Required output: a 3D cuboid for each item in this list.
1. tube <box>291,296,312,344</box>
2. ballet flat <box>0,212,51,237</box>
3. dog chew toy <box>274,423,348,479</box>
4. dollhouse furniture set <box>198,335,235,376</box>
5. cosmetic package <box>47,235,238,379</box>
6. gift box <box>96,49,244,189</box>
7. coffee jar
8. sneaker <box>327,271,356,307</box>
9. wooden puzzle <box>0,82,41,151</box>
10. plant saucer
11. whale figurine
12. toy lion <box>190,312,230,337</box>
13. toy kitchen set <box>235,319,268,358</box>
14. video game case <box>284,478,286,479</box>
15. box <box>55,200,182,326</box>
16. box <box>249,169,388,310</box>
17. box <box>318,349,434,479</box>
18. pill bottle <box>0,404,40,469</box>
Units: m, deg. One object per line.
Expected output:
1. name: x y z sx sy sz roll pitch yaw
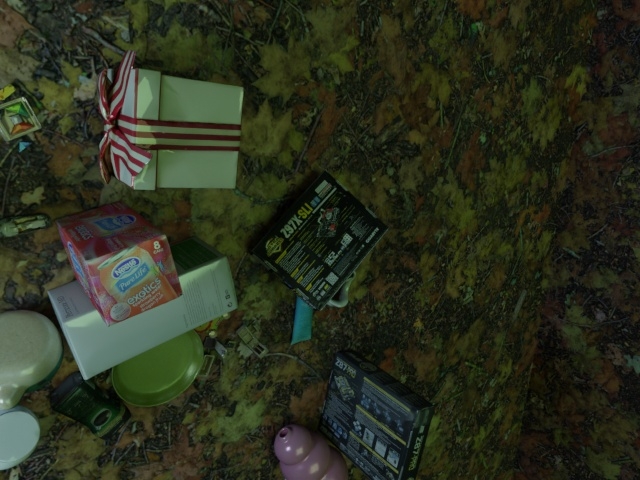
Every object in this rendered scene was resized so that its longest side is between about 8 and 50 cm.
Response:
1. tube: -0.053 0.236 1.534 0.080 0.052 0.207 -8 116 -31
2. ballet flat: -0.618 -0.031 0.996 0.114 0.041 0.041 -19 117 -31
3. dog chew toy: -0.044 0.748 1.635 0.206 0.206 0.332 -42 118 -19
4. dollhouse furniture set: -0.286 0.342 1.363 0.091 0.081 0.115 18 94 -40
5. cosmetic package: -0.404 0.140 1.125 0.365 0.196 0.155 -23 119 -32
6. gift box: -0.320 -0.241 1.007 0.258 0.276 0.255 -4 103 -36
7. coffee jar: -0.555 0.406 1.178 0.096 0.079 0.184 -46 127 -19
8. sneaker: 0.043 0.055 1.492 0.126 0.127 0.322 -18 115 -31
9. wooden puzzle: -0.601 -0.240 0.950 0.078 0.014 0.116 -38 126 -21
10. plant saucer: -0.428 0.319 1.274 0.240 0.037 0.241 -14 114 -33
11. whale figurine: -0.665 0.263 0.980 0.272 0.216 0.141 -33 155 -32
12. toy lion: -0.313 0.217 1.334 0.096 0.034 0.100 40 80 -32
13. toy kitchen set: -0.189 0.284 1.423 0.068 0.075 0.083 -43 132 -19
14. video game case: -0.100 0.953 1.770 0.183 0.023 0.201 34 83 -41
15. box: -0.423 0.032 1.000 0.154 0.299 0.142 -22 119 -30
16. box: 0.000 0.000 1.387 0.257 0.079 0.322 41 77 -3
17. box: 0.167 0.595 1.607 0.097 0.394 0.319 1 104 -39
18. pill bottle: -0.653 0.402 0.990 0.124 0.221 0.124 17 63 -37
